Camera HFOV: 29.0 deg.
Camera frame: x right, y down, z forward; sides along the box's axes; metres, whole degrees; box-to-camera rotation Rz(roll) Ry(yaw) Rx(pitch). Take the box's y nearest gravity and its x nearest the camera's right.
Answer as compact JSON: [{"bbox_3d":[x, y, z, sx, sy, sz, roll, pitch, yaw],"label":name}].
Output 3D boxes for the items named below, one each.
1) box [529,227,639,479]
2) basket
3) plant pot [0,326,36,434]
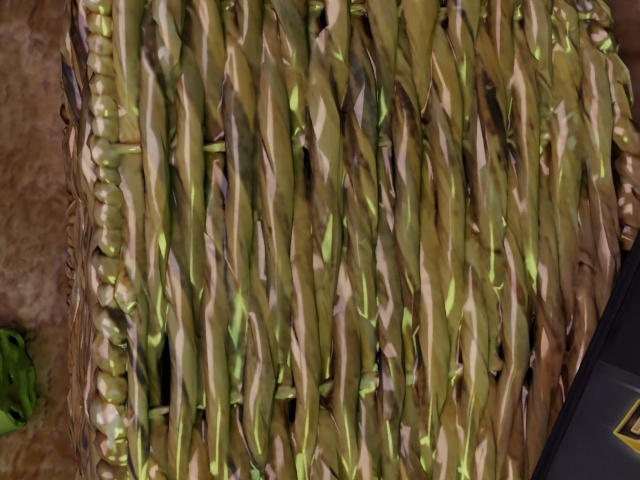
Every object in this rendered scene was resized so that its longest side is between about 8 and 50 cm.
[{"bbox_3d":[0.228,0.013,0.328,0.295,0.073,0.293,23,90,48],"label":"box"},{"bbox_3d":[0.000,0.000,0.525,0.213,0.223,0.299,-2,95,-13],"label":"basket"},{"bbox_3d":[-0.187,0.074,0.613,0.079,0.083,0.083,-8,93,8],"label":"plant pot"}]
